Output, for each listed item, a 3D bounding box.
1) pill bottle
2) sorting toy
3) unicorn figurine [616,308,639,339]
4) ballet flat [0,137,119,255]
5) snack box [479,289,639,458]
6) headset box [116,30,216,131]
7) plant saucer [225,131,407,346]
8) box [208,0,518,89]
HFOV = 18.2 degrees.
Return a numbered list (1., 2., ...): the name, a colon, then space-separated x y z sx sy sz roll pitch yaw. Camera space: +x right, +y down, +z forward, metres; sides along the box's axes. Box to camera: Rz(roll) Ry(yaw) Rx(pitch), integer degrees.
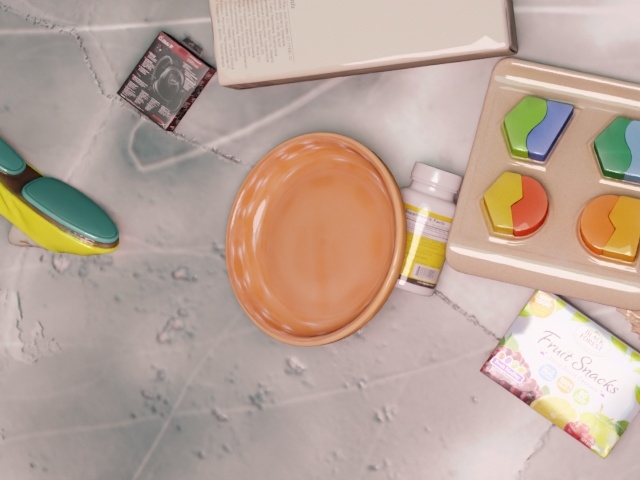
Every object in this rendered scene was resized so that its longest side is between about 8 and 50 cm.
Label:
1. pill bottle: 0.093 -0.011 1.853 0.065 0.065 0.116 20 93 10
2. sorting toy: 0.228 -0.055 1.818 0.193 0.038 0.208 13 76 10
3. unicorn figurine: 0.362 0.061 1.813 0.162 0.060 0.111 -25 95 24
4. ballet flat: -0.295 -0.040 1.929 0.231 0.077 0.077 36 118 11
5. snack box: 0.233 0.120 1.842 0.141 0.037 0.100 35 95 8
6. headset box: -0.145 -0.156 1.913 0.062 0.032 0.083 37 96 8
7. plant saucer: 0.000 0.000 1.853 0.200 0.037 0.200 -6 80 34
8. box: 0.040 -0.210 1.847 0.275 0.094 0.113 -5 90 10
